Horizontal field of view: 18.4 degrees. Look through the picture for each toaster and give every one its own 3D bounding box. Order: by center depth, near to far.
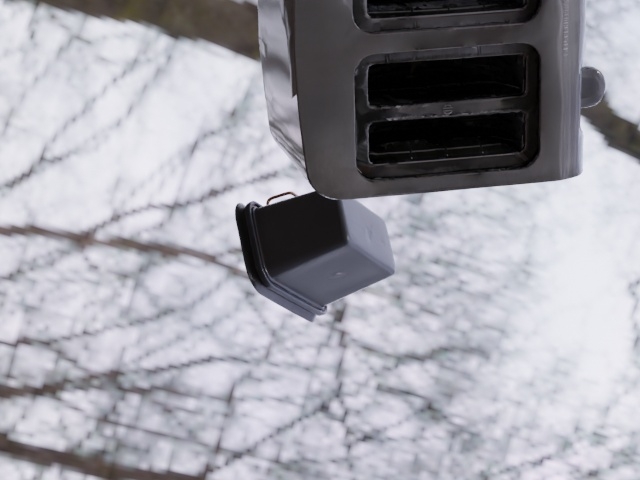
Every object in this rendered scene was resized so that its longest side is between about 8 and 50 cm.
[{"bbox_3d":[0.049,-0.117,1.002,0.110,0.186,0.168,-121,-152,-69],"label":"toaster"}]

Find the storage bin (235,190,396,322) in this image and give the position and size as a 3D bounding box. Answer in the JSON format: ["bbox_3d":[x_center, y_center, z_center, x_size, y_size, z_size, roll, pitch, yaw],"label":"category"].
[{"bbox_3d":[0.000,0.000,1.677,0.091,0.135,0.098,-20,-114,18],"label":"storage bin"}]
